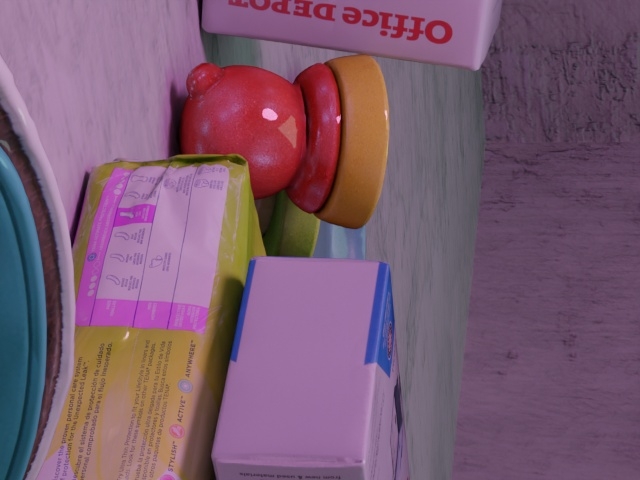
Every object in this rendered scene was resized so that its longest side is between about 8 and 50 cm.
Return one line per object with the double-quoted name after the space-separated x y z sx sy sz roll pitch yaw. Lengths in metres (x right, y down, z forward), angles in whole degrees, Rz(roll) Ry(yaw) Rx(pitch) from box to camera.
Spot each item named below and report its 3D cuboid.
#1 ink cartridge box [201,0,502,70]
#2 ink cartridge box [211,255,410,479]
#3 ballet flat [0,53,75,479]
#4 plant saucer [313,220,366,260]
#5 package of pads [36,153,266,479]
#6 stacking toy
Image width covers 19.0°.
0.037 -0.281 1.350 0.121 0.211 0.289 -64 161 -64 "ink cartridge box"
-0.001 0.122 1.030 0.191 0.082 0.140 81 13 -46 "ink cartridge box"
-0.163 -0.063 0.590 0.139 0.139 0.400 -80 166 -45 "ballet flat"
0.000 0.000 1.764 0.317 0.043 0.318 0 90 -81 "plant saucer"
-0.085 0.122 1.074 0.229 0.101 0.297 79 14 -50 "package of pads"
-0.058 0.022 1.380 0.279 0.130 0.309 -178 -89 -73 "stacking toy"
